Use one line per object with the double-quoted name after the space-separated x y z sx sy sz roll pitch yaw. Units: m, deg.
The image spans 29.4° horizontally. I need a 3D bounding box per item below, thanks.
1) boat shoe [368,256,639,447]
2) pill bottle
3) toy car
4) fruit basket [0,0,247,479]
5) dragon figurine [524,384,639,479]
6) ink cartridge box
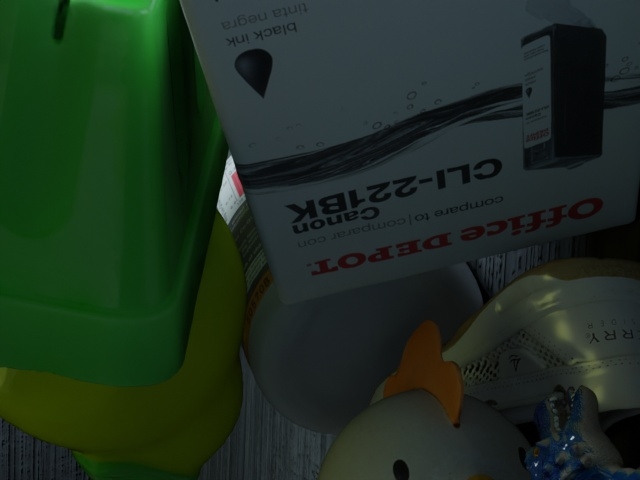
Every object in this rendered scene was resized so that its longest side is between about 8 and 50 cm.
0.098 0.108 0.688 0.277 0.098 0.096 121 146 -57 "boat shoe"
0.000 0.000 0.898 0.278 0.162 0.162 -116 31 -55 "pill bottle"
0.063 0.153 0.561 0.210 0.219 0.238 147 117 -70 "toy car"
-0.163 -0.020 0.696 0.392 0.283 0.392 -169 90 -86 "fruit basket"
0.164 0.138 0.398 0.144 0.085 0.289 -50 33 22 "dragon figurine"
0.043 -0.104 0.564 0.273 0.197 0.114 75 -178 -55 "ink cartridge box"
